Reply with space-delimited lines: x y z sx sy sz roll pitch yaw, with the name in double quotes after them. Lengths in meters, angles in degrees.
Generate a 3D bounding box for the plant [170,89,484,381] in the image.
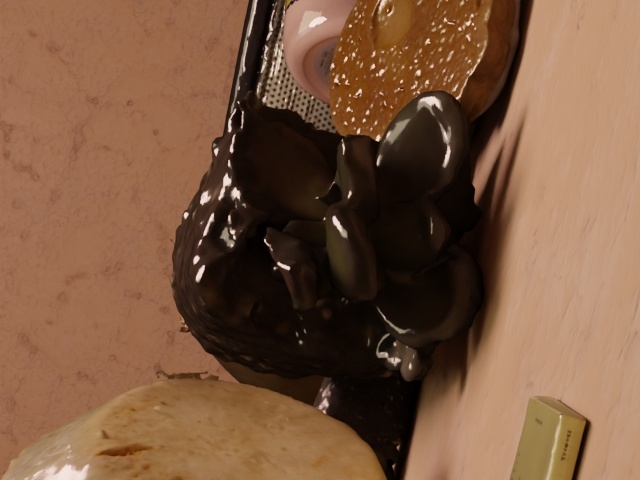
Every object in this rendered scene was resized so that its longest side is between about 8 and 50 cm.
0.000 0.000 1.096 0.276 0.188 0.199 -29 43 64 "plant"

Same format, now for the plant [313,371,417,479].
0.029 0.151 1.220 0.094 0.092 0.143 158 132 -77 "plant"

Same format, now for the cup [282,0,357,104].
0.076 -0.271 1.627 0.253 0.191 0.200 -26 45 42 "cup"

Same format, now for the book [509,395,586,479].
0.094 0.128 0.689 0.077 0.014 0.111 -158 82 -88 "book"

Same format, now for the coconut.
-0.086 0.259 0.985 0.323 0.323 0.323 -166 90 -87 "coconut"

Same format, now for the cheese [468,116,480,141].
0.104 -0.099 1.250 0.127 0.054 0.251 102 180 -54 "cheese"

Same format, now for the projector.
0.008 -0.245 1.995 0.395 0.242 0.405 -91 14 -76 "projector"

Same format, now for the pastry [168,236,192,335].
-0.067 0.035 2.012 0.275 0.274 0.193 -80 -7 -55 "pastry"

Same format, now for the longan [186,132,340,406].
-0.011 0.029 1.361 0.215 0.246 0.246 -130 52 -69 "longan"

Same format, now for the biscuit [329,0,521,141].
0.084 -0.154 1.200 0.208 0.049 0.181 -26 52 51 "biscuit"
